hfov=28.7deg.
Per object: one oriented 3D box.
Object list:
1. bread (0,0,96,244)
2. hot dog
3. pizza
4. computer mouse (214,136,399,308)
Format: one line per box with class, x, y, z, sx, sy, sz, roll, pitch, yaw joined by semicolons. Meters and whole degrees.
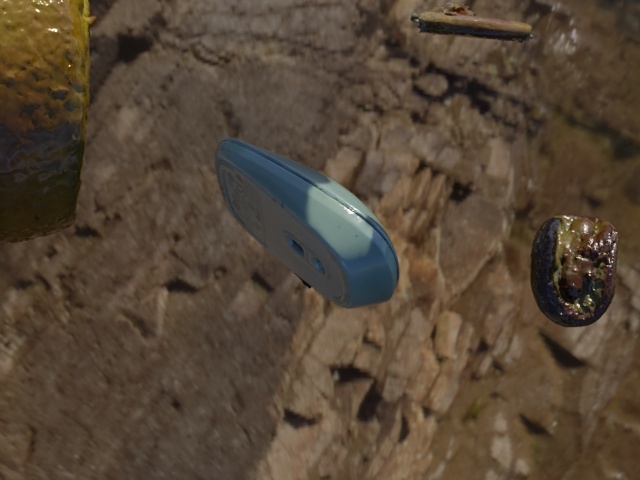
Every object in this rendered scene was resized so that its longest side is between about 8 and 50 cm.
bread;-0.327;-0.158;1.234;0.204;0.337;0.358;4;27;-18
hot dog;0.292;0.029;1.440;0.099;0.065;0.147;6;56;17
pizza;0.222;-0.332;1.904;0.185;0.195;0.052;7;100;-6
computer mouse;-0.011;-0.030;1.535;0.097;0.159;0.288;-38;58;-19
